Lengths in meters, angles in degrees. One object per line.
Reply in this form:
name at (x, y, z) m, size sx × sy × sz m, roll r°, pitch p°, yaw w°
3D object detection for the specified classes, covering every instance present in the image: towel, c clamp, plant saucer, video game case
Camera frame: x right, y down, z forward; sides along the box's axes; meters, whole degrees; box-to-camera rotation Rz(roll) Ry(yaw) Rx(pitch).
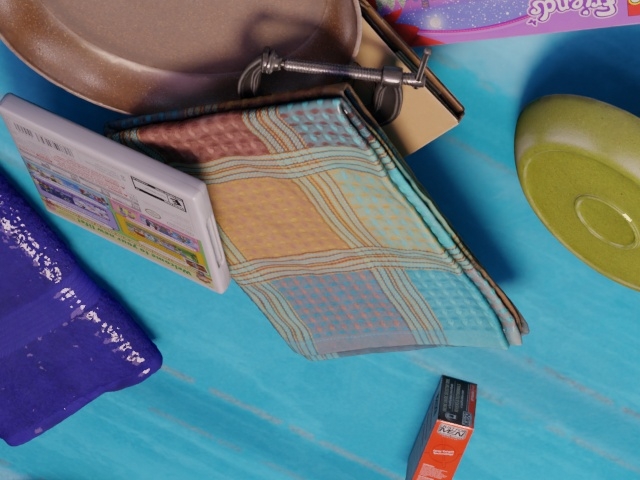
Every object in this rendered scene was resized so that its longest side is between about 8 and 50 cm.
towel at (-0.341, 0.066, 1.433) m, size 0.228 × 0.076 × 0.308 m, roll -28°, pitch 117°, yaw 19°
c clamp at (0.009, -0.132, 1.108) m, size 0.161 × 0.022 × 0.137 m, roll 4°, pitch 157°, yaw 4°
plant saucer at (-0.119, -0.198, 1.082) m, size 0.311 × 0.050 × 0.310 m, roll 5°, pitch 152°, yaw 3°
towel at (0.000, 0.000, 1.251) m, size 0.271 × 0.040 × 0.370 m, roll -6°, pitch 141°, yaw 33°
plant saucer at (0.260, -0.027, 1.180) m, size 0.241 × 0.037 × 0.241 m, roll 37°, pitch 160°, yaw 16°
video game case at (-0.188, -0.041, 1.260) m, size 0.212 × 0.023 × 0.193 m, roll 24°, pitch 156°, yaw 16°

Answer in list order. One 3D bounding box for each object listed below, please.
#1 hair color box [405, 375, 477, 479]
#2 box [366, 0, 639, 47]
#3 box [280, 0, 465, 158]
hair color box at (0.130, 0.224, 1.465) m, size 0.043 × 0.072 × 0.141 m, roll 15°, pitch 129°, yaw -1°
box at (0.143, -0.264, 1.096) m, size 0.293 × 0.057 × 0.201 m, roll -4°, pitch 127°, yaw 13°
box at (0.011, -0.128, 1.190) m, size 0.164 × 0.021 × 0.201 m, roll 46°, pitch 143°, yaw -10°
